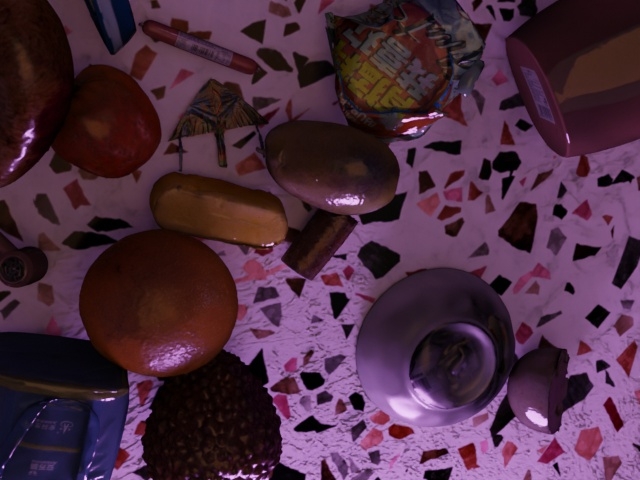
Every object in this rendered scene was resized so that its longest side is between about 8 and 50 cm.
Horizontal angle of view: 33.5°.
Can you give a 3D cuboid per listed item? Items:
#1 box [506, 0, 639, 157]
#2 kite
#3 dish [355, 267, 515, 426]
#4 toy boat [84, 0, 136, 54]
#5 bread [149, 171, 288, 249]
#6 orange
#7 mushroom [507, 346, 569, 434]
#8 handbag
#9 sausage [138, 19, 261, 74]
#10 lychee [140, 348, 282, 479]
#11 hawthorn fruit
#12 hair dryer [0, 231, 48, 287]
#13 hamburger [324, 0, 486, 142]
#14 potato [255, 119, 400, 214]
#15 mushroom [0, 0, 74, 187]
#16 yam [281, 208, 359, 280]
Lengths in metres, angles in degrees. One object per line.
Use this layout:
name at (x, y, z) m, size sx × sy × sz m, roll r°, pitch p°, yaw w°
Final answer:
box at (0.476, -0.294, 1.879) m, size 0.216 × 0.301 × 0.301 m, roll -27°, pitch 110°, yaw 1°
kite at (-0.180, -0.204, 1.855) m, size 0.183 × 0.010 × 0.160 m, roll -11°, pitch 104°, yaw -16°
dish at (0.238, 0.223, 2.024) m, size 0.324 × 0.124 × 0.324 m, roll -4°, pitch 106°, yaw -14°
toy boat at (-0.364, -0.444, 1.697) m, size 0.062 × 0.096 × 0.299 m, roll -24°, pitch 112°, yaw -17°
bread at (-0.176, -0.049, 1.857) m, size 0.246 × 0.094 × 0.102 m, roll 11°, pitch 111°, yaw -17°
orange at (-0.267, 0.107, 1.790) m, size 0.264 × 0.264 × 0.264 m, roll -4°, pitch 106°, yaw -14°
mushroom at (0.428, 0.290, 2.100) m, size 0.117 × 0.141 × 0.188 m, roll 8°, pitch 118°, yaw 14°
handbag at (-0.463, 0.301, 1.803) m, size 0.263 × 0.222 × 0.240 m, roll 7°, pitch 107°, yaw -19°
sausage at (-0.202, -0.326, 1.805) m, size 0.223 × 0.029 × 0.029 m, roll 19°, pitch 99°, yaw -19°
lychee at (-0.192, 0.322, 1.881) m, size 0.272 × 0.271 × 0.271 m, roll -4°, pitch 106°, yaw -14°
hawthorn fruit at (-0.349, -0.190, 1.730) m, size 0.189 × 0.189 × 0.189 m, roll -4°, pitch 106°, yaw -14°
hair dryer at (-0.541, 0.004, 1.772) m, size 0.182 × 0.117 × 0.064 m, roll 42°, pitch 92°, yaw -1°
hamburger at (0.149, -0.311, 1.859) m, size 0.276 × 0.150 × 0.260 m, roll -23°, pitch 93°, yaw 11°
potato at (0.011, -0.131, 1.839) m, size 0.252 × 0.159 × 0.174 m, roll 12°, pitch 141°, yaw -4°
mushroom at (-0.539, -0.213, 1.571) m, size 0.334 × 0.331 × 0.356 m, roll 45°, pitch 55°, yaw 8°
yam at (-0.001, -0.001, 1.926) m, size 0.079 × 0.079 × 0.141 m, roll 36°, pitch 94°, yaw -21°
